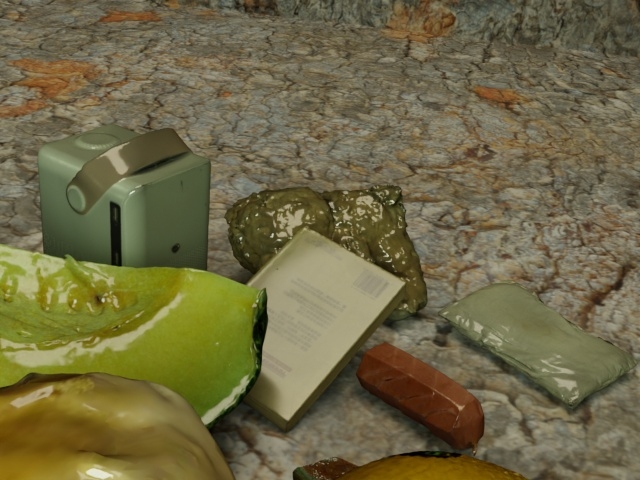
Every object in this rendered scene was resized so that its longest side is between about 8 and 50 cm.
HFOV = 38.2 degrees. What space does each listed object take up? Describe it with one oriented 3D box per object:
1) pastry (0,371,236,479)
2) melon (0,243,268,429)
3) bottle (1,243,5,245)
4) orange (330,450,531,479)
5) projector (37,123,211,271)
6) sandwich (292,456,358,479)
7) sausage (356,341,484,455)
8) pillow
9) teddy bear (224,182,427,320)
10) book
[{"bbox_3d":[-0.186,0.257,0.475,0.409,0.245,0.410,-33,29,21],"label":"pastry"},{"bbox_3d":[-0.235,0.110,0.924,0.343,0.226,0.331,16,14,-8],"label":"melon"},{"bbox_3d":[-0.464,0.033,1.158,0.152,0.099,0.099,-8,29,-34],"label":"bottle"},{"bbox_3d":[0.076,0.271,0.590,0.274,0.274,0.274,5,26,-2],"label":"orange"},{"bbox_3d":[-0.245,-0.030,1.163,0.177,0.243,0.163,22,32,28],"label":"projector"},{"bbox_3d":[0.022,0.240,0.907,0.101,0.026,0.069,14,28,18],"label":"sandwich"},{"bbox_3d":[0.117,0.175,1.025,0.065,0.065,0.169,-17,32,-39],"label":"sausage"},{"bbox_3d":[0.277,0.124,1.182,0.148,0.050,0.229,-22,36,-33],"label":"pillow"},{"bbox_3d":[0.000,0.000,1.258,0.256,0.156,0.267,-6,29,-20],"label":"teddy bear"},{"bbox_3d":[-0.027,0.094,1.072,0.161,0.026,0.231,30,57,24],"label":"book"}]
